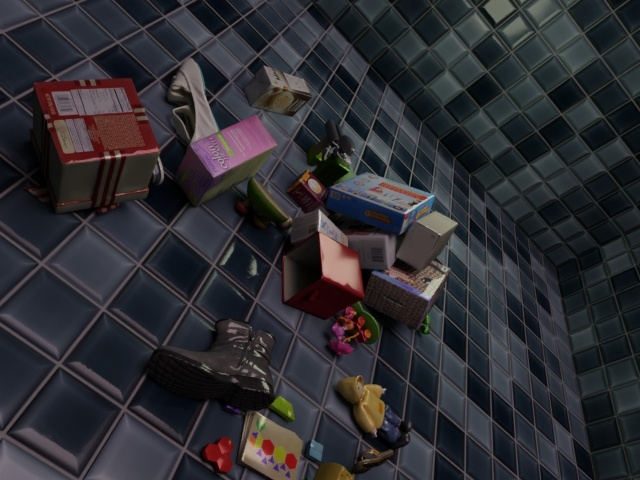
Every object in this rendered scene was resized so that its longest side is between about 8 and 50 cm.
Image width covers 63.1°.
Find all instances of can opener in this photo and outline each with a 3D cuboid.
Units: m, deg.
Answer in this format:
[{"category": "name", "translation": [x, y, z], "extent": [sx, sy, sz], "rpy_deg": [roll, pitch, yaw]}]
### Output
[{"category": "can opener", "translation": [0.085, -0.402, 2.059], "extent": [0.076, 0.095, 0.283], "rpy_deg": [30, 31, -32]}]

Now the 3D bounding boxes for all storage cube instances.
[{"category": "storage cube", "translation": [0.006, 0.120, 1.694], "extent": [0.193, 0.184, 0.214], "rpy_deg": [28, 42, -35]}]

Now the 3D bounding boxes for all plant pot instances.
[{"category": "plant pot", "translation": [0.039, 0.639, 1.376], "extent": [0.081, 0.083, 0.081], "rpy_deg": [48, 35, -7]}]

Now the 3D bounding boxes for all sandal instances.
[{"category": "sandal", "translation": [0.149, 0.637, 1.527], "extent": [0.180, 0.072, 0.049], "rpy_deg": [5, 42, -49]}]

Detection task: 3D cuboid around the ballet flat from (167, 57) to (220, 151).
[{"category": "ballet flat", "translation": [-0.435, -0.451, 1.725], "extent": [0.139, 0.139, 0.399], "rpy_deg": [4, 59, -49]}]

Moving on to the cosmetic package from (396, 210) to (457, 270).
[{"category": "cosmetic package", "translation": [0.413, -0.005, 1.992], "extent": [0.113, 0.160, 0.309], "rpy_deg": [33, 21, 18]}]

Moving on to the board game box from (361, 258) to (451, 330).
[{"category": "board game box", "translation": [0.330, 0.170, 1.979], "extent": [0.232, 0.141, 0.291], "rpy_deg": [26, 31, 18]}]

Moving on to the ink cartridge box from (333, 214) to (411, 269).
[{"category": "ink cartridge box", "translation": [0.181, -0.010, 2.017], "extent": [0.309, 0.272, 0.129], "rpy_deg": [-40, 126, -55]}]

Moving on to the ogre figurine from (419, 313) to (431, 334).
[{"category": "ogre figurine", "translation": [0.371, 0.280, 2.074], "extent": [0.197, 0.096, 0.118], "rpy_deg": [25, 56, -4]}]

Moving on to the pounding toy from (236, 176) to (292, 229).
[{"category": "pounding toy", "translation": [-0.197, -0.102, 1.739], "extent": [0.183, 0.110, 0.237], "rpy_deg": [51, 4, 14]}]

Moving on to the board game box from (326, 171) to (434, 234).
[{"category": "board game box", "translation": [0.231, -0.149, 1.975], "extent": [0.309, 0.086, 0.302], "rpy_deg": [23, 28, 25]}]

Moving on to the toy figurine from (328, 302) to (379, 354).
[{"category": "toy figurine", "translation": [0.087, 0.297, 1.699], "extent": [0.159, 0.130, 0.173], "rpy_deg": [-28, 95, -46]}]

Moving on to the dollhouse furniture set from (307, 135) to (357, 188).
[{"category": "dollhouse furniture set", "translation": [0.106, -0.287, 2.185], "extent": [0.302, 0.151, 0.197], "rpy_deg": [30, 41, -31]}]

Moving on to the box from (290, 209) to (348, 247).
[{"category": "box", "translation": [0.000, 0.000, 1.801], "extent": [0.203, 0.114, 0.103], "rpy_deg": [42, 40, -44]}]

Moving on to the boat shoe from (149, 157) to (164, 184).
[{"category": "boat shoe", "translation": [-0.530, -0.258, 1.459], "extent": [0.254, 0.095, 0.079], "rpy_deg": [58, 33, 8]}]

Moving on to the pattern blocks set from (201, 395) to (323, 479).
[{"category": "pattern blocks set", "translation": [-0.129, 0.529, 1.320], "extent": [0.325, 0.026, 0.285], "rpy_deg": [44, 36, -14]}]

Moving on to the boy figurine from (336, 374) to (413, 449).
[{"category": "boy figurine", "translation": [0.166, 0.517, 1.628], "extent": [0.285, 0.092, 0.177], "rpy_deg": [49, 37, -13]}]

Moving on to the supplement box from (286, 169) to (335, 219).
[{"category": "supplement box", "translation": [-0.026, -0.163, 1.986], "extent": [0.188, 0.081, 0.104], "rpy_deg": [46, 35, -12]}]

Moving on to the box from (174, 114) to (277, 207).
[{"category": "box", "translation": [-0.287, -0.237, 1.562], "extent": [0.243, 0.213, 0.117], "rpy_deg": [-36, 89, -33]}]

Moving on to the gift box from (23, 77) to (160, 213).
[{"category": "gift box", "translation": [-0.570, -0.226, 1.254], "extent": [0.277, 0.258, 0.254], "rpy_deg": [-10, 70, -32]}]

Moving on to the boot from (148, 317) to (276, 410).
[{"category": "boot", "translation": [-0.265, 0.286, 1.317], "extent": [0.338, 0.118, 0.222], "rpy_deg": [30, 30, -29]}]

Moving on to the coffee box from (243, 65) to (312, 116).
[{"category": "coffee box", "translation": [-0.172, -0.609, 2.143], "extent": [0.247, 0.141, 0.098], "rpy_deg": [-2, 62, -50]}]
